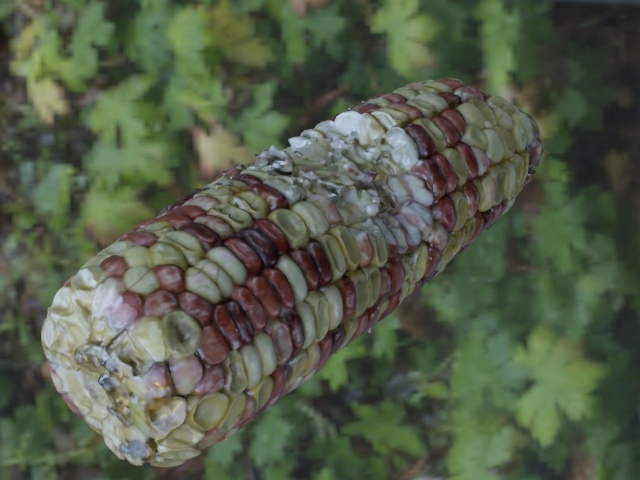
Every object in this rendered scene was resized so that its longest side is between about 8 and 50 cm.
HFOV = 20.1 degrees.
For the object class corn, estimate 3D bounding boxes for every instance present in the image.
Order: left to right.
[{"bbox_3d":[0.000,0.000,0.803,0.098,0.290,0.098,24,131,32],"label":"corn"}]
